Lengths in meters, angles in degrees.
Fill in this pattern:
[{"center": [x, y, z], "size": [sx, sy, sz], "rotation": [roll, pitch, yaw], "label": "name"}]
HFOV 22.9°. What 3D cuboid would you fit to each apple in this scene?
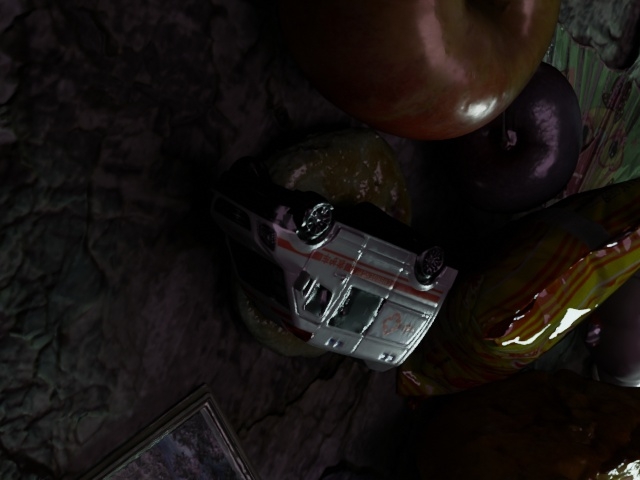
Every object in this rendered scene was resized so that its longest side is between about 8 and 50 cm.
[{"center": [0.070, -0.174, 1.107], "size": [0.209, 0.164, 0.209], "rotation": [-7, 101, -40], "label": "apple"}]

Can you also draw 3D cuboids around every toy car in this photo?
[{"center": [-0.002, 0.020, 1.113], "size": [0.209, 0.089, 0.108], "rotation": [21, 99, -47], "label": "toy car"}]

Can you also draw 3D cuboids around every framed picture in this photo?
[{"center": [-0.092, 0.220, 1.172], "size": [0.142, 0.011, 0.183], "rotation": [-36, 106, -30], "label": "framed picture"}]

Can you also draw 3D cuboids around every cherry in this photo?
[{"center": [0.168, -0.112, 1.271], "size": [0.148, 0.115, 0.188], "rotation": [6, 99, -34], "label": "cherry"}]

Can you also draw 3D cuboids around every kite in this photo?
[{"center": [0.262, -0.110, 1.443], "size": [0.323, 0.013, 0.268], "rotation": [23, 91, -49], "label": "kite"}]

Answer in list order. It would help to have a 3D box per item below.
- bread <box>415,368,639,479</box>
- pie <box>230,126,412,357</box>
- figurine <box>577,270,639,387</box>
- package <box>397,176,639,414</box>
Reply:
[{"center": [0.197, 0.221, 1.397], "size": [0.340, 0.179, 0.194], "rotation": [-10, 118, -37], "label": "bread"}, {"center": [0.000, 0.000, 1.200], "size": [0.187, 0.041, 0.187], "rotation": [-20, 121, -39], "label": "pie"}, {"center": [0.304, 0.090, 1.510], "size": [0.137, 0.112, 0.229], "rotation": [-59, 148, -16], "label": "figurine"}, {"center": [0.167, 0.038, 1.285], "size": [0.223, 0.108, 0.288], "rotation": [-37, 174, -23], "label": "package"}]
